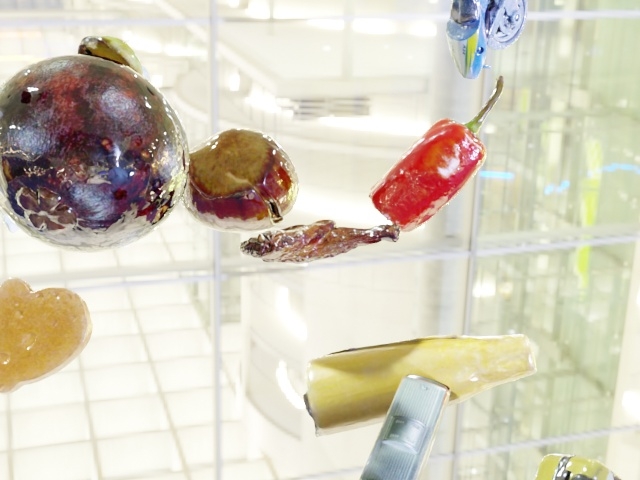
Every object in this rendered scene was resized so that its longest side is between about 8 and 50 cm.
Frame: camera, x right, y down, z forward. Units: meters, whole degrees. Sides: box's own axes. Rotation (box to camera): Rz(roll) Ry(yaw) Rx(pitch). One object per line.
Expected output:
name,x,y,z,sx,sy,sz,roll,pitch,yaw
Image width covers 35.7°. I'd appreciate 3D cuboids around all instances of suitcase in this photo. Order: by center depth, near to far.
suitcase,0.422,0.467,1.596,0.143,0.235,0.194,-7,-131,56

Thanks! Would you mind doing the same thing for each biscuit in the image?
biscuit,-0.320,0.096,1.090,0.140,0.118,0.023,-23,169,5

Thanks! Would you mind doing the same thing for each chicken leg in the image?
chicken leg,-0.002,0.000,1.291,0.205,0.053,0.093,-12,180,-8

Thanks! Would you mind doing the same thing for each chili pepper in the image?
chili pepper,0.245,-0.163,1.901,0.134,0.338,0.131,52,-160,15

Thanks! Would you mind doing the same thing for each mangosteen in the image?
mangosteen,-0.308,-0.125,1.326,0.287,0.288,0.288,1,-160,0

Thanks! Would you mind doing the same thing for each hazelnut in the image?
hazelnut,-0.158,-0.115,1.933,0.233,0.218,0.218,2,-160,9

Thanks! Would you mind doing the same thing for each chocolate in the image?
chocolate,0.190,0.261,1.917,0.445,0.162,0.162,-13,-162,8

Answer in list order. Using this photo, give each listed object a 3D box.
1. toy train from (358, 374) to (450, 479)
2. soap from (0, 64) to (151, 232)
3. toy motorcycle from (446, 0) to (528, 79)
toy train,0.118,0.341,1.530,0.086,0.089,0.409,18,-139,12
soap,-0.390,-0.158,1.520,0.289,0.173,0.095,-35,-118,-22
toy motorcycle,0.156,-0.293,1.008,0.135,0.254,0.092,-34,-141,-25
